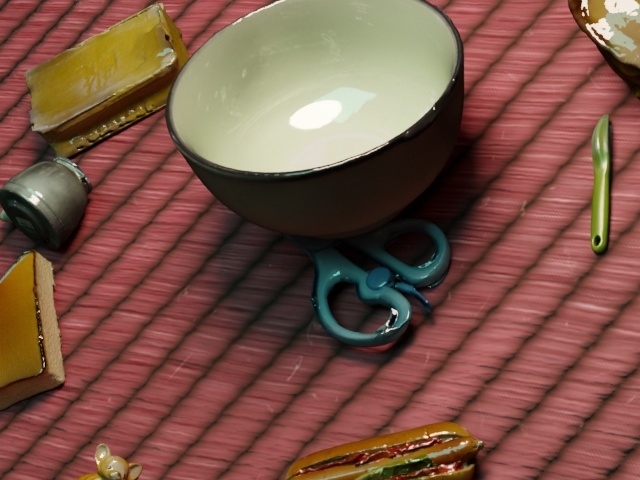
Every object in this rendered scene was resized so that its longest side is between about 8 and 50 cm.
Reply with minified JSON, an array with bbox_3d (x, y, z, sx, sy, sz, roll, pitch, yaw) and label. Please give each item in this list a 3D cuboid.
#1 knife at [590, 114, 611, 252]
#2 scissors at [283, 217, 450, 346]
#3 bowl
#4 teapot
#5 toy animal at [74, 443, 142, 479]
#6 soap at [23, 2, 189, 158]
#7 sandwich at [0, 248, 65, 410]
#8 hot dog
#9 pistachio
[{"bbox_3d":[0.318,-0.069,1.911,0.022,0.026,0.184,-17,55,38],"label":"knife"},{"bbox_3d":[0.000,0.000,2.041,0.180,0.032,0.393,-46,48,-14],"label":"scissors"},{"bbox_3d":[0.012,-0.125,1.992,0.354,0.185,0.354,-11,41,10],"label":"bowl"},{"bbox_3d":[-0.362,-0.052,2.262,0.111,0.149,0.108,41,65,4],"label":"teapot"},{"bbox_3d":[-0.259,0.280,1.999,0.083,0.060,0.081,-47,12,-5],"label":"toy animal"},{"bbox_3d":[-0.294,-0.221,2.336,0.233,0.076,0.135,-28,48,13],"label":"soap"},{"bbox_3d":[-0.416,0.125,2.183,0.162,0.058,0.193,-23,53,16],"label":"sandwich"},{"bbox_3d":[0.068,0.248,1.818,0.236,0.062,0.092,-19,48,17],"label":"hot dog"},{"bbox_3d":[0.364,-0.254,1.943,0.165,0.130,0.210,-13,62,-31],"label":"pistachio"}]
